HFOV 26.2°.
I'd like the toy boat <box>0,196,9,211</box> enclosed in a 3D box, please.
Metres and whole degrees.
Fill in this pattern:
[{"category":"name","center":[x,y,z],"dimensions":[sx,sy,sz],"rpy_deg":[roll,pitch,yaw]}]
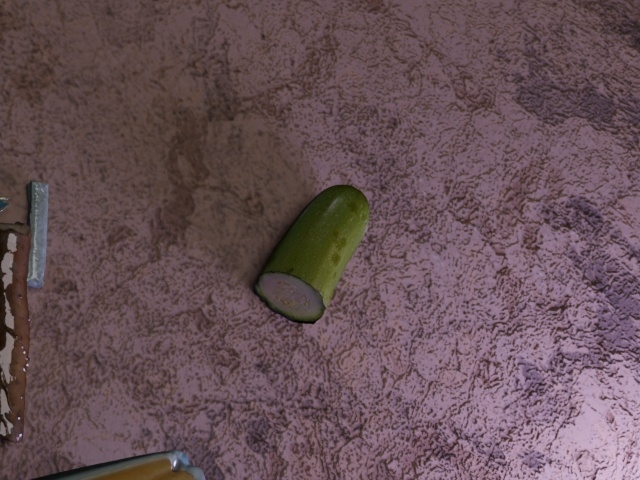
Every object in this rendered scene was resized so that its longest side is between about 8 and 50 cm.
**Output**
[{"category":"toy boat","center":[-0.378,-0.038,1.427],"dimensions":[0.110,0.091,0.175],"rpy_deg":[-8,85,-21]}]

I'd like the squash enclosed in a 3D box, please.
[{"category":"squash","center":[0.000,0.000,1.669],"dimensions":[0.095,0.095,0.188],"rpy_deg":[40,55,-17]}]

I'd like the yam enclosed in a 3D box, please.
[{"category":"yam","center":[-0.332,0.093,1.443],"dimensions":[0.057,0.057,0.241],"rpy_deg":[8,72,-31]}]

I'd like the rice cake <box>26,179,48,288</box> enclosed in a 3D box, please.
[{"category":"rice cake","center":[-0.312,-0.007,1.506],"dimensions":[0.022,0.021,0.121],"rpy_deg":[7,70,-26]}]

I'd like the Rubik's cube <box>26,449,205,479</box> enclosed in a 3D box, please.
[{"category":"Rubik's cube","center":[-0.273,0.397,1.215],"dimensions":[0.347,0.351,0.352],"rpy_deg":[-13,81,-35]}]
